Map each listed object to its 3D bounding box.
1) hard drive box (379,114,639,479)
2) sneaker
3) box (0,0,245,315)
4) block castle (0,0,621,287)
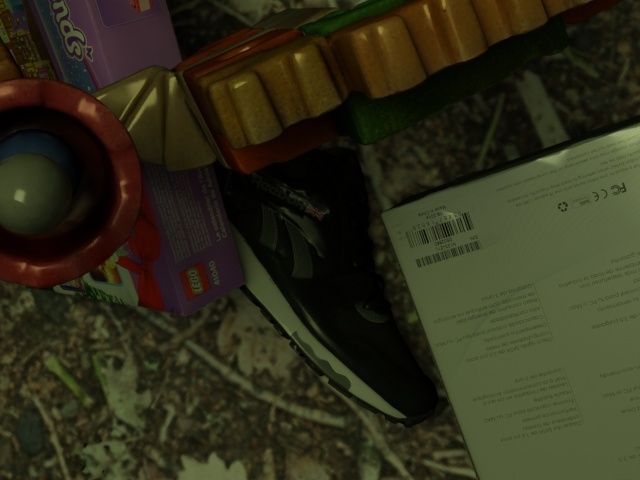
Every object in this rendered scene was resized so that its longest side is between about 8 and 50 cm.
[{"bbox_3d":[0.167,0.055,0.576,0.181,0.089,0.232,-18,94,22],"label":"hard drive box"},{"bbox_3d":[0.000,0.000,0.634,0.124,0.107,0.283,-44,82,2],"label":"sneaker"},{"bbox_3d":[-0.169,-0.101,0.587,0.201,0.057,0.293,5,116,44],"label":"box"},{"bbox_3d":[-0.007,-0.201,0.389,0.453,0.213,0.302,-28,110,-8],"label":"block castle"}]
